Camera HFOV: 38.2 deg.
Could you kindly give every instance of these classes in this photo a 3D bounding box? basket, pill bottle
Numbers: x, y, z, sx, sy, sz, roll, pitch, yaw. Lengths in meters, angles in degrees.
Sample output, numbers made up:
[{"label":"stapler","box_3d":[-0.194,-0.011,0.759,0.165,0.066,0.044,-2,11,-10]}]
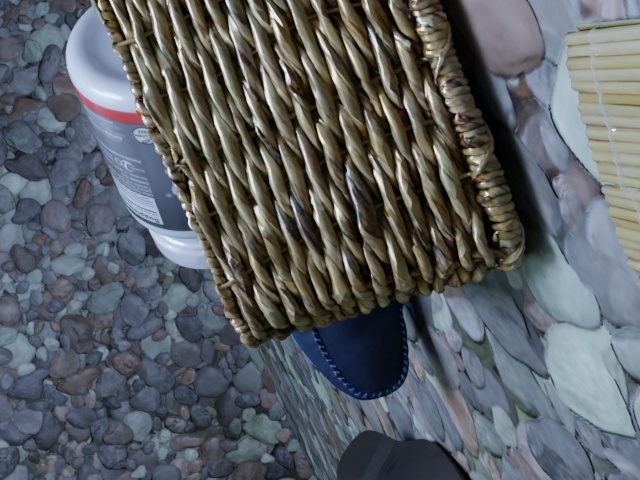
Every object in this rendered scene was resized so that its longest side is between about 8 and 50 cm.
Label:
[{"label":"basket","box_3d":[0.016,-0.107,0.675,0.299,0.223,0.213,67,-157,-7]},{"label":"pill bottle","box_3d":[-0.176,-0.134,1.196,0.210,0.210,0.363,58,167,33]}]

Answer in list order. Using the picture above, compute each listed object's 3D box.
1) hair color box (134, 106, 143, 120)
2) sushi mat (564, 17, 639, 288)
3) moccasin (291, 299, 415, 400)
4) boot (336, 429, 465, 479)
[{"label":"hair color box","box_3d":[-0.087,-0.078,0.763,0.141,0.043,0.072,58,-151,-30]},{"label":"sushi mat","box_3d":[0.185,-0.006,0.303,0.151,0.019,0.316,67,169,-16]},{"label":"moccasin","box_3d":[0.000,0.000,0.870,0.342,0.137,0.117,66,164,-9]},{"label":"boot","box_3d":[0.127,0.308,1.109,0.115,0.112,0.305,37,170,-15]}]
